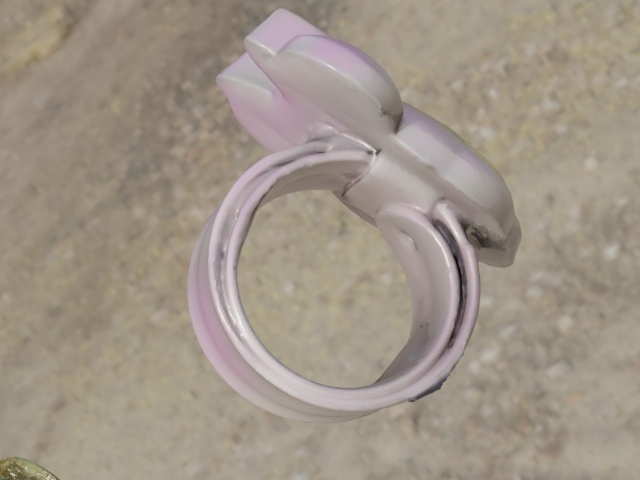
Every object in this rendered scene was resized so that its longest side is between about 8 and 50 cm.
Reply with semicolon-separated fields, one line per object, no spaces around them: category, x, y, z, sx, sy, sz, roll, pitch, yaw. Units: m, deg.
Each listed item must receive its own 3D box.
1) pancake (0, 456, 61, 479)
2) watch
pancake;-0.253;0.239;1.484;0.108;0.108;0.017;-13;21;39
watch;0.000;0.000;1.140;0.217;0.248;0.211;-56;5;-17
